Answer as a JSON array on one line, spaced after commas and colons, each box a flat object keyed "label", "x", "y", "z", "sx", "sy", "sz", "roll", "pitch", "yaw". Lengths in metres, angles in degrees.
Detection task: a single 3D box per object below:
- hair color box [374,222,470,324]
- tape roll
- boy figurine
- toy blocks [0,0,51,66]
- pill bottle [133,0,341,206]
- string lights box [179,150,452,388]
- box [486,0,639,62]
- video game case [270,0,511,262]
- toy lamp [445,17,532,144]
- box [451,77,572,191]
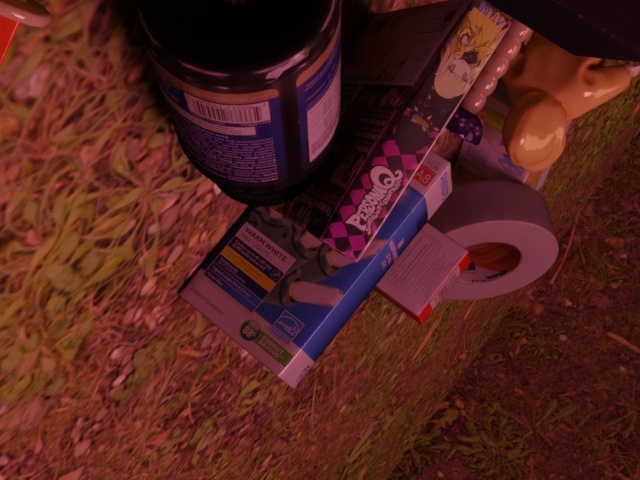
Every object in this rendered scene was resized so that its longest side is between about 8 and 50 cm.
[{"label": "hair color box", "x": 0.074, "y": 0.007, "z": 1.017, "sx": 0.093, "sy": 0.167, "sz": 0.053, "roll": -51, "pitch": 161, "yaw": -7}, {"label": "tape roll", "x": 0.229, "y": 0.004, "z": 1.310, "sx": 0.219, "sy": 0.072, "sz": 0.219, "roll": -4, "pitch": 148, "yaw": -3}, {"label": "boy figurine", "x": 0.314, "y": -0.214, "z": 1.151, "sx": 0.285, "sy": 0.177, "sz": 0.092, "roll": -66, "pitch": 153, "yaw": -19}, {"label": "toy blocks", "x": -0.186, "y": -0.104, "z": 0.423, "sx": 0.148, "sy": 0.054, "sz": 0.123, "roll": -59, "pitch": 159, "yaw": 15}, {"label": "pill bottle", "x": -0.047, "y": -0.107, "z": 0.616, "sx": 0.123, "sy": 0.122, "sz": 0.219, "roll": -48, "pitch": 166, "yaw": -15}, {"label": "string lights box", "x": 0.000, "y": 0.000, "z": 0.890, "sx": 0.260, "sy": 0.133, "sz": 0.077, "roll": -51, "pitch": 161, "yaw": -8}, {"label": "box", "x": 0.232, "y": -0.314, "z": 0.679, "sx": 0.313, "sy": 0.179, "sz": 0.343, "roll": -58, "pitch": 180, "yaw": 15}, {"label": "video game case", "x": 0.039, "y": -0.099, "z": 0.748, "sx": 0.210, "sy": 0.041, "sz": 0.232, "roll": -57, "pitch": -162, "yaw": 0}, {"label": "toy lamp", "x": 0.234, "y": -0.251, "z": 1.088, "sx": 0.275, "sy": 0.080, "sz": 0.080, "roll": -57, "pitch": 160, "yaw": 17}, {"label": "box", "x": 0.278, "y": -0.143, "z": 1.303, "sx": 0.103, "sy": 0.114, "sz": 0.203, "roll": -41, "pitch": 158, "yaw": -30}]
